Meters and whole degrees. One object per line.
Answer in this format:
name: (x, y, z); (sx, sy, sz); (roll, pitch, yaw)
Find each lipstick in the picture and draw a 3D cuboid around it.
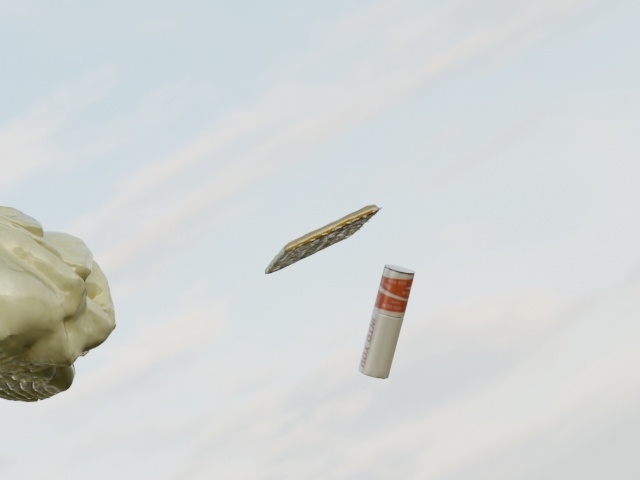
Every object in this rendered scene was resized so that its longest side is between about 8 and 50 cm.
lipstick: (0.077, 0.095, 2.206); (0.038, 0.130, 0.038); (13, 9, -2)

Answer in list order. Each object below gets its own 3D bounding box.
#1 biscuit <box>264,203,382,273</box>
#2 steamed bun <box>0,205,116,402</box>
biscuit: (0.000, 0.000, 2.411); (0.139, 0.016, 0.231); (-25, -4, -10)
steamed bun: (-0.363, 0.059, 2.109); (0.276, 0.203, 0.289); (-8, -19, 36)
